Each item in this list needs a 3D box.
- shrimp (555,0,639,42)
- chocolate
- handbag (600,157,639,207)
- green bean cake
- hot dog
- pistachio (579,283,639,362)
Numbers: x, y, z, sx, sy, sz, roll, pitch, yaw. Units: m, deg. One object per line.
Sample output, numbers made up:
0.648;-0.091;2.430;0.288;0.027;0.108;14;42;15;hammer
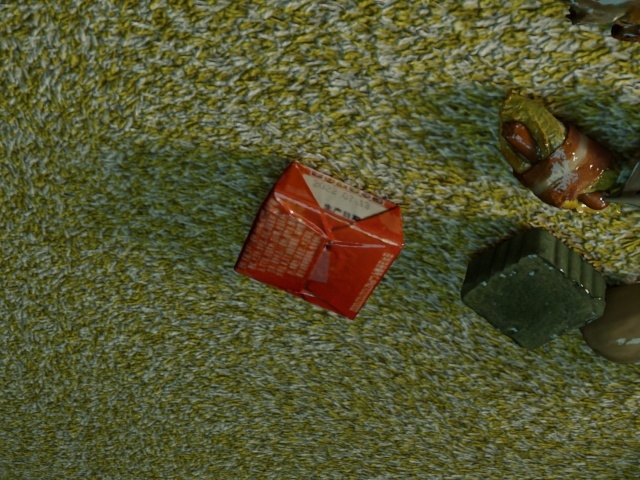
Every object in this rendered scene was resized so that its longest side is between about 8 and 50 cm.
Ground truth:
0.338;-0.292;1.265;0.262;0.066;0.117;7;138;15;shrimp
0.000;0.000;1.677;0.234;0.108;0.237;23;138;-5;chocolate
0.548;-0.066;1.403;0.270;0.117;0.183;21;124;-6;handbag
0.353;0.077;1.642;0.183;0.094;0.185;38;138;-19;green bean cake
0.349;-0.104;1.447;0.261;0.093;0.123;31;137;-15;hot dog
0.529;0.133;1.639;0.206;0.129;0.131;-18;84;29;pistachio
